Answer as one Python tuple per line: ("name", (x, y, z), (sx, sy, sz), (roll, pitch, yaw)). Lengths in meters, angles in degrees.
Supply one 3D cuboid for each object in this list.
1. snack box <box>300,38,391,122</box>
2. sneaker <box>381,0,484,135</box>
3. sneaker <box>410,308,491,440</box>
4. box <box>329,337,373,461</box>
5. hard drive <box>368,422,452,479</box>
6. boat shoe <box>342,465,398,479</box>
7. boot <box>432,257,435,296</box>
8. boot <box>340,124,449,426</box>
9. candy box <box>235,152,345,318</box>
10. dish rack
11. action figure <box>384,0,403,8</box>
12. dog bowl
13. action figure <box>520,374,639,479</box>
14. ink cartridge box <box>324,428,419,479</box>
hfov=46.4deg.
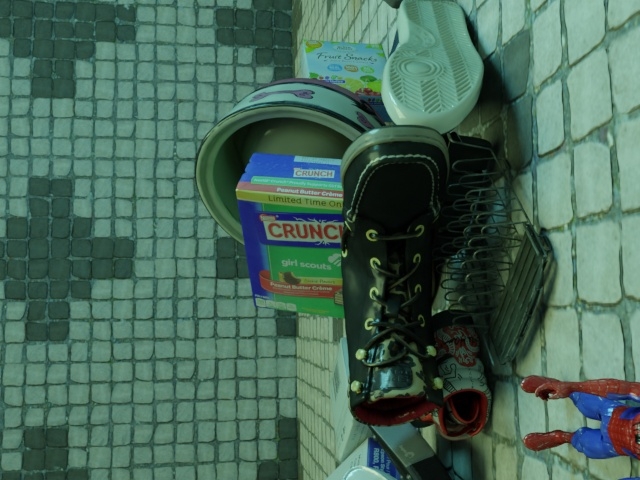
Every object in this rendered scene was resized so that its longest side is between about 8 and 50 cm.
("snack box", (0.053, -0.333, 1.544), (0.207, 0.174, 0.070), (-100, 14, -46))
("sneaker", (0.149, -0.206, 1.033), (0.350, 0.131, 0.148), (-74, -9, -51))
("sneaker", (0.169, 0.236, 1.073), (0.145, 0.090, 0.270), (-95, 12, -45))
("box", (0.094, 0.311, 1.462), (0.181, 0.119, 0.182), (100, 166, -48))
("hard drive", (0.145, 0.340, 1.109), (0.172, 0.054, 0.254), (57, 173, -7))
("boat shoe", (0.111, 0.432, 1.180), (0.096, 0.098, 0.277), (52, 167, -33))
("boot", (0.157, -0.010, 1.274), (0.248, 0.090, 0.207), (95, -176, -45))
("boot", (0.091, 0.059, 0.931), (0.377, 0.138, 0.284), (102, 167, -64))
("candy box", (0.000, 0.000, 1.405), (0.122, 0.268, 0.317), (-73, -14, -46))
("dish rack", (0.198, 0.012, 0.939), (0.271, 0.074, 0.208), (-100, 13, -49))
("action figure", (0.107, -0.609, 1.219), (0.341, 0.178, 0.330), (99, 158, -62))
("dog bowl", (-0.030, -0.138, 1.471), (0.408, 0.408, 0.150), (99, -175, -46))
("action figure", (0.217, 0.163, 0.639), (0.280, 0.139, 0.091), (143, 125, -76))
("ink cartridge box", (0.071, 0.530, 1.323), (0.324, 0.071, 0.330), (-84, 18, -45))
